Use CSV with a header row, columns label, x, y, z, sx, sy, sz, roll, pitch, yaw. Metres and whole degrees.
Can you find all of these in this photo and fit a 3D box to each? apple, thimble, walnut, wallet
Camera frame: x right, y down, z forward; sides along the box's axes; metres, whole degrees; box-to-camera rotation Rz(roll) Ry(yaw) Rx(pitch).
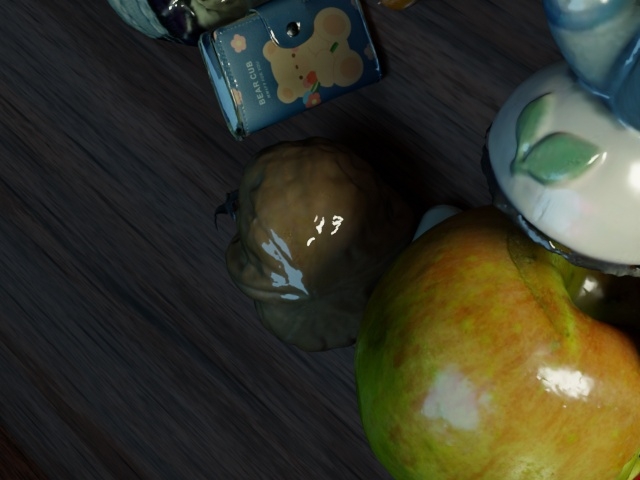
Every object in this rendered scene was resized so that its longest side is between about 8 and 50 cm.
label,x,y,z,sx,sy,sz,roll,pitch,yaw
apple,0.200,0.136,1.417,0.339,0.339,0.340,36,142,35
thimble,-0.144,-0.352,1.644,0.150,0.237,0.237,20,132,43
walnut,0.000,0.003,1.688,0.273,0.226,0.273,-170,90,-81
wallet,-0.035,-0.219,1.605,0.059,0.202,0.141,12,124,65

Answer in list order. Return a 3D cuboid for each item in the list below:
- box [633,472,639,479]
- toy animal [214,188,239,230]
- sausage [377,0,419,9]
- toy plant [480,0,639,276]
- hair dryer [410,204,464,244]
label,x,y,z,sx,sy,sz,roll,pitch,yaw
box,0.348,0.374,1.544,0.089,0.197,0.313,41,144,28
toy animal,-0.134,-0.054,2.061,0.028,0.050,0.084,37,115,-20
sausage,0.145,-0.320,1.395,0.053,0.053,0.348,59,150,2
toy plant,0.293,-0.158,1.177,0.247,0.247,0.332,45,140,24
hair dryer,0.172,0.079,1.667,0.073,0.131,0.236,-2,138,33
